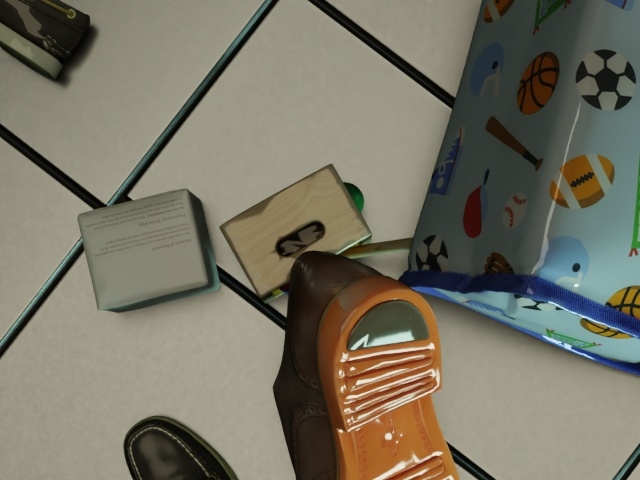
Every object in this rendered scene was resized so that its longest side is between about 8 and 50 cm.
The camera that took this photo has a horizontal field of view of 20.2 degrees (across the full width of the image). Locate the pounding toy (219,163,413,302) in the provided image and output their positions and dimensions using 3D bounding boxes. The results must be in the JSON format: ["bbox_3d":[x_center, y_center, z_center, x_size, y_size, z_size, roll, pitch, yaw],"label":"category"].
[{"bbox_3d":[0.000,0.000,1.550,0.141,0.130,0.100,-29,86,-1],"label":"pounding toy"}]

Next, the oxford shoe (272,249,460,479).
[{"bbox_3d":[0.032,0.175,1.513,0.130,0.132,0.364,-15,120,-28],"label":"oxford shoe"}]

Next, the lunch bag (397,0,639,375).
[{"bbox_3d":[0.295,-0.050,1.491,0.385,0.239,0.328,19,84,-27],"label":"lunch bag"}]

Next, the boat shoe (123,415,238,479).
[{"bbox_3d":[-0.095,0.249,1.560,0.080,0.073,0.223,-34,86,-2],"label":"boat shoe"}]

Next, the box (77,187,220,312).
[{"bbox_3d":[-0.148,0.011,1.566,0.102,0.101,0.087,-14,86,2],"label":"box"}]

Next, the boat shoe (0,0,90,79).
[{"bbox_3d":[-0.312,-0.234,1.603,0.227,0.081,0.069,35,84,-4],"label":"boat shoe"}]
